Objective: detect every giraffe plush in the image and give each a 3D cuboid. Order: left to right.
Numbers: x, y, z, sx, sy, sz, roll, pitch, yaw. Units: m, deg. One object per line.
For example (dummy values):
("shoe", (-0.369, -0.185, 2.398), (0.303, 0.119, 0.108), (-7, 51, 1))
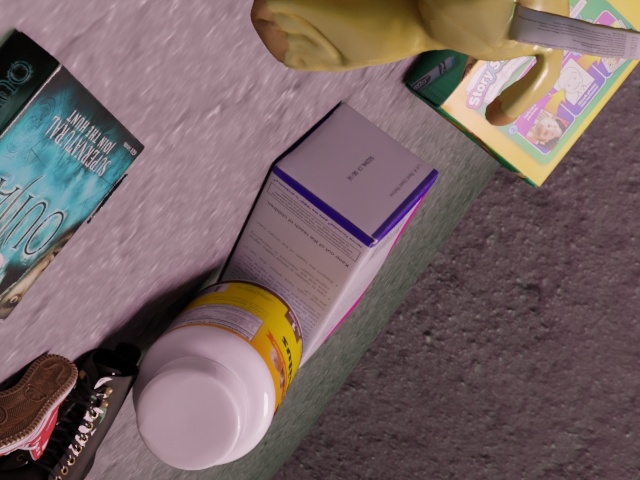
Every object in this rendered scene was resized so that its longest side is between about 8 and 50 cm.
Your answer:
("giraffe plush", (0.071, -0.181, 0.692), (0.181, 0.210, 0.170), (111, 0, -56))

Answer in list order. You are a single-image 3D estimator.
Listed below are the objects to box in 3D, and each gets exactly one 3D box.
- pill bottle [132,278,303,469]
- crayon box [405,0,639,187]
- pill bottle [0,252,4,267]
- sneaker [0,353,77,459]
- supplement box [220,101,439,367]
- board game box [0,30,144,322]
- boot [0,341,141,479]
("pill bottle", (-0.086, 0.113, 1.184), (0.117, 0.117, 0.215), (-54, -179, 16))
("crayon box", (0.237, -0.213, 1.432), (0.278, 0.165, 0.081), (-52, -146, 6))
("pill bottle", (-0.190, 0.037, 0.536), (0.137, 0.078, 0.078), (-50, 172, -12))
("sneaker", (-0.210, 0.129, 0.951), (0.067, 0.042, 0.118), (-60, 171, 31))
("supplement box", (0.000, 0.000, 1.283), (0.111, 0.114, 0.220), (-46, 169, -39))
("board game box", (-0.149, -0.021, 0.681), (0.126, 0.026, 0.186), (-51, 172, -3))
("boot", (-0.200, 0.152, 1.046), (0.137, 0.077, 0.198), (-58, -176, 14))
